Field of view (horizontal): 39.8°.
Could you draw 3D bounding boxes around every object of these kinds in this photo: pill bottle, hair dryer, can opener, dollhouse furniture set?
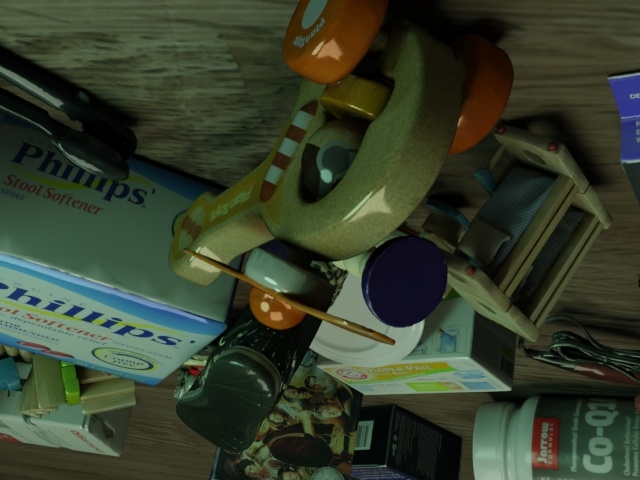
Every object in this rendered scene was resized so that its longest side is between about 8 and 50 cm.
[{"bbox_3d":[0.369,0.302,1.252,0.283,0.161,0.161,-2,151,24],"label":"pill bottle"},{"bbox_3d":[0.378,0.142,1.035,0.224,0.080,0.293,1,151,35],"label":"hair dryer"},{"bbox_3d":[-0.240,-0.117,0.762,0.186,0.059,0.073,35,173,-24],"label":"can opener"},{"bbox_3d":[0.123,-0.025,0.767,0.184,0.129,0.129,28,171,44],"label":"dollhouse furniture set"}]

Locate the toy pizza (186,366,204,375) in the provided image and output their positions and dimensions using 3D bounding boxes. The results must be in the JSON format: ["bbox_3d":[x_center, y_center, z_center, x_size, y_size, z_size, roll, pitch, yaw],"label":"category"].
[{"bbox_3d":[-0.154,0.189,1.372,0.201,0.032,0.201,9,154,4],"label":"toy pizza"}]

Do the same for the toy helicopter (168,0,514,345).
[{"bbox_3d":[-0.025,-0.023,0.657,0.140,0.235,0.355,24,151,-26],"label":"toy helicopter"}]

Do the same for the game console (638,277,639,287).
[{"bbox_3d":[0.395,0.073,0.877,0.122,0.071,0.107,23,151,-23],"label":"game console"}]

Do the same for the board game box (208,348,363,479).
[{"bbox_3d":[-0.032,0.200,1.104,0.165,0.243,0.042,15,154,-9],"label":"board game box"}]

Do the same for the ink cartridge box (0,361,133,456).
[{"bbox_3d":[-0.521,0.318,1.686,0.273,0.114,0.197,6,153,13],"label":"ink cartridge box"}]

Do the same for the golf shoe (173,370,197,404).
[{"bbox_3d":[-0.198,0.282,1.548,0.086,0.069,0.176,2,155,5],"label":"golf shoe"}]

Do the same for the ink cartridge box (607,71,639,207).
[{"bbox_3d":[0.339,-0.061,0.657,0.206,0.045,0.208,-5,149,31],"label":"ink cartridge box"}]

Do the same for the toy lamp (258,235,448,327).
[{"bbox_3d":[0.000,0.000,0.759,0.080,0.080,0.275,27,-179,-30],"label":"toy lamp"}]

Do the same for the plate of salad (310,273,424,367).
[{"bbox_3d":[0.023,0.052,0.953,0.200,0.048,0.200,17,129,22],"label":"plate of salad"}]

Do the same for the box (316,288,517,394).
[{"bbox_3d":[0.111,0.113,1.031,0.203,0.103,0.114,-9,149,35],"label":"box"}]

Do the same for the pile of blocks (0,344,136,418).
[{"bbox_3d":[-0.447,0.172,1.320,0.362,0.149,0.112,15,154,-7],"label":"pile of blocks"}]

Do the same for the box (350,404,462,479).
[{"bbox_3d":[0.129,0.376,1.558,0.153,0.108,0.207,-16,143,43],"label":"box"}]

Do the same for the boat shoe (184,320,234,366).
[{"bbox_3d":[-0.150,0.133,1.219,0.224,0.080,0.073,13,122,28],"label":"boat shoe"}]

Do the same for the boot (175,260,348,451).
[{"bbox_3d":[-0.057,0.110,0.900,0.085,0.178,0.236,34,147,-1],"label":"boot"}]

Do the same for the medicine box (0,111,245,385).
[{"bbox_3d":[-0.248,0.027,0.947,0.263,0.149,0.289,19,154,-18],"label":"medicine box"}]
